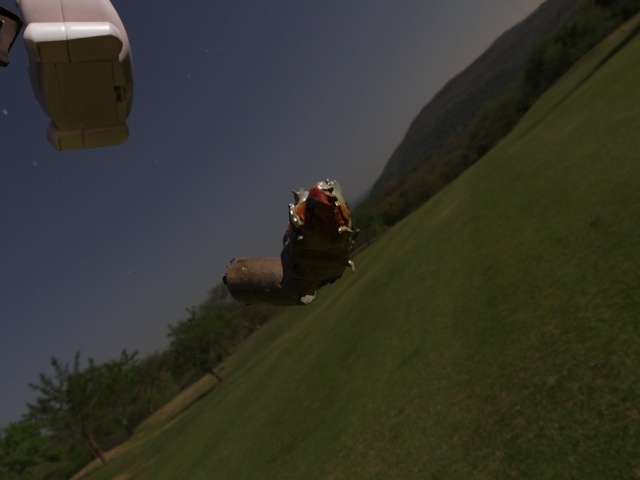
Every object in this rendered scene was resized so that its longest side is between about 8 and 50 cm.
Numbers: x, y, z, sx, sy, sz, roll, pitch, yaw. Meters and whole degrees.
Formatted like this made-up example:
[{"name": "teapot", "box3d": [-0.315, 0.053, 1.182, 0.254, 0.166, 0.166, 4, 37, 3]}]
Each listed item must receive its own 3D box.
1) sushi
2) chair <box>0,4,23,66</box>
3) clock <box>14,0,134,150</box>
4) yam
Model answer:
[{"name": "sushi", "box3d": [0.001, -0.003, 0.737, 0.226, 0.097, 0.103, 105, 173, -59]}, {"name": "chair", "box3d": [-0.550, -0.308, 0.828, 0.186, 0.319, 0.160, 25, -64, -38]}, {"name": "clock", "box3d": [-0.468, -0.380, 1.080, 0.183, 0.326, 0.342, -12, -27, -28]}, {"name": "yam", "box3d": [-0.076, 0.061, 0.880, 0.127, 0.084, 0.084, -5, 22, 39]}]
